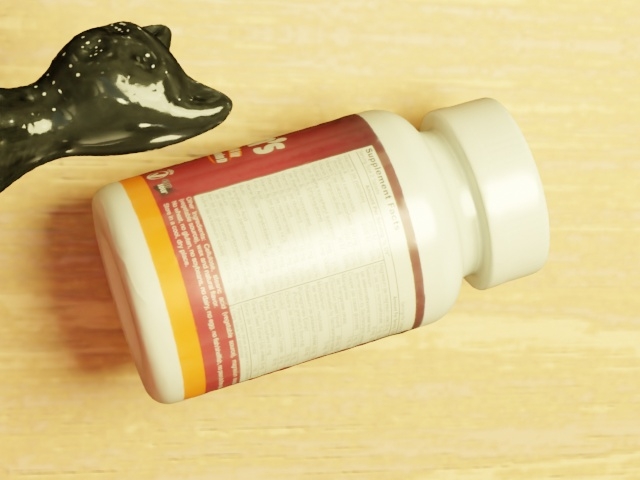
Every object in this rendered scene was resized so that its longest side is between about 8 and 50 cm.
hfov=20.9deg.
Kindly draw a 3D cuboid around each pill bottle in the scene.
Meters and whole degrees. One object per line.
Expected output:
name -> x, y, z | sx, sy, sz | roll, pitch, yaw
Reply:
pill bottle -> 0.000, 0.000, 0.922 | 0.221, 0.121, 0.121 | -17, 108, -12

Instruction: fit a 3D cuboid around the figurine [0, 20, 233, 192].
figurine -> -0.175, -0.094, 0.812 | 0.209, 0.215, 0.092 | -21, 146, -16
